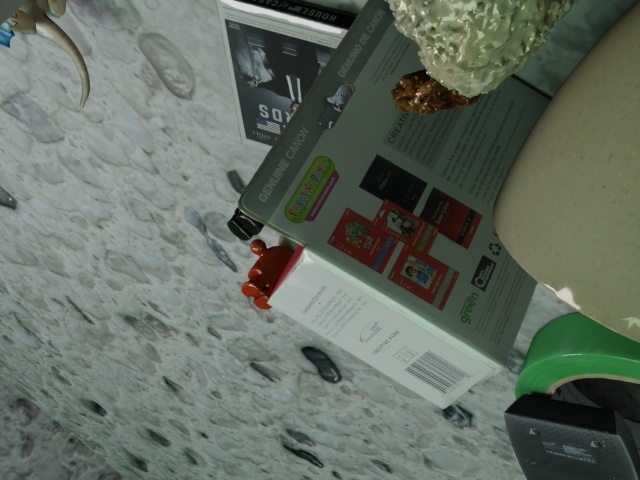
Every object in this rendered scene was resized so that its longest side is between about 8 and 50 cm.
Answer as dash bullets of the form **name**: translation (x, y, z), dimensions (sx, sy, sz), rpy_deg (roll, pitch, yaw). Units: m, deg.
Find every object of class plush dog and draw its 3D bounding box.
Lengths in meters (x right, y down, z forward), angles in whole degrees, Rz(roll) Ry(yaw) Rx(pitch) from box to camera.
- **plush dog**: translation (0.140, -0.207, 0.708), dimensions (0.211, 0.225, 0.262), rpy_deg (22, 147, 12)

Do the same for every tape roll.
- **tape roll**: translation (0.426, 0.220, 1.220), dimensions (0.321, 0.077, 0.321), rpy_deg (20, 146, 14)

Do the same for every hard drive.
- **hard drive**: translation (0.361, 0.305, 1.267), dimensions (0.172, 0.054, 0.254), rpy_deg (6, 141, 33)

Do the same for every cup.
- **cup**: translation (0.326, -0.082, 0.703), dimensions (0.331, 0.331, 0.236), rpy_deg (20, 120, 14)

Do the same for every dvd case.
- **dvd case**: translation (-0.024, -0.177, 1.065), dimensions (0.179, 0.029, 0.238), rpy_deg (19, 146, 18)

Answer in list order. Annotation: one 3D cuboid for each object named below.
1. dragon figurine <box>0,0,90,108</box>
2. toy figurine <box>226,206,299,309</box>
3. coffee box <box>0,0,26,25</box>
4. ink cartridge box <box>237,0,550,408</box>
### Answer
- **dragon figurine**: translation (-0.378, -0.292, 1.111), dimensions (0.289, 0.085, 0.144), rpy_deg (49, 160, -25)
- **toy figurine**: translation (0.000, 0.000, 1.195), dimensions (0.213, 0.148, 0.209), rpy_deg (16, 140, 24)
- **coffee box**: translation (-0.437, -0.379, 0.817), dimensions (0.334, 0.337, 0.338), rpy_deg (30, 149, 1)
- **ink cartridge box**: translation (0.087, -0.046, 0.898), dimensions (0.272, 0.309, 0.130), rpy_deg (32, 148, -2)
